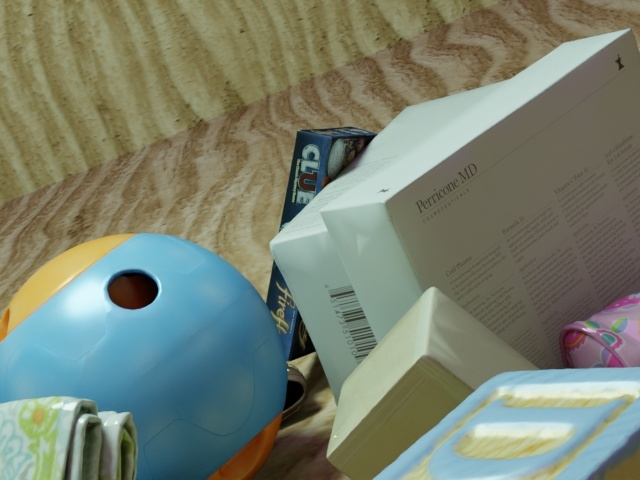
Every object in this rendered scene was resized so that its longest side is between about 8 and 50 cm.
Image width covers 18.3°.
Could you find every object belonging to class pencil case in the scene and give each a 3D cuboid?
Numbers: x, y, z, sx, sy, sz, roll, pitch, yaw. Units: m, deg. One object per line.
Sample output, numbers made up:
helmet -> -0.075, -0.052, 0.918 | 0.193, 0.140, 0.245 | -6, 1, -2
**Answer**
pencil case -> 0.345, 0.067, 1.741 | 0.284, 0.124, 0.124 | -30, 17, -21

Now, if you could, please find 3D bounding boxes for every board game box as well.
board game box -> 0.000, 0.000, 2.159 | 0.042, 0.243, 0.165 | 14, 9, 19

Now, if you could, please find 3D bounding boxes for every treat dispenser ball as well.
treat dispenser ball -> -0.175, 0.136, 1.907 | 0.288, 0.288, 0.288 | -21, 15, 6

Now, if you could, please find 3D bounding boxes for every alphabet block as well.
alphabet block -> 0.167, 0.215, 1.330 | 0.192, 0.197, 0.193 | -6, 22, 49

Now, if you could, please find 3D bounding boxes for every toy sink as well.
toy sink -> 0.134, 0.176, 1.584 | 0.131, 0.234, 0.153 | -49, 9, 18

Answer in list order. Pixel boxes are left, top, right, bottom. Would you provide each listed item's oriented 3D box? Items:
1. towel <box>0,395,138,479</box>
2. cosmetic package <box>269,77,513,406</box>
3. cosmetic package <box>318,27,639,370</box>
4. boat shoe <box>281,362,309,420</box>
towel -> -0.319, 0.299, 1.608 | 0.374, 0.090, 0.320 | -10, 61, 31
cosmetic package -> 0.121, 0.001, 2.094 | 0.156, 0.217, 0.385 | -14, 16, 29
cosmetic package -> 0.199, 0.011, 1.810 | 0.097, 0.284, 0.377 | -5, 23, 48
boat shoe -> -0.111, 0.182, 2.069 | 0.207, 0.073, 0.073 | -25, 13, -9
